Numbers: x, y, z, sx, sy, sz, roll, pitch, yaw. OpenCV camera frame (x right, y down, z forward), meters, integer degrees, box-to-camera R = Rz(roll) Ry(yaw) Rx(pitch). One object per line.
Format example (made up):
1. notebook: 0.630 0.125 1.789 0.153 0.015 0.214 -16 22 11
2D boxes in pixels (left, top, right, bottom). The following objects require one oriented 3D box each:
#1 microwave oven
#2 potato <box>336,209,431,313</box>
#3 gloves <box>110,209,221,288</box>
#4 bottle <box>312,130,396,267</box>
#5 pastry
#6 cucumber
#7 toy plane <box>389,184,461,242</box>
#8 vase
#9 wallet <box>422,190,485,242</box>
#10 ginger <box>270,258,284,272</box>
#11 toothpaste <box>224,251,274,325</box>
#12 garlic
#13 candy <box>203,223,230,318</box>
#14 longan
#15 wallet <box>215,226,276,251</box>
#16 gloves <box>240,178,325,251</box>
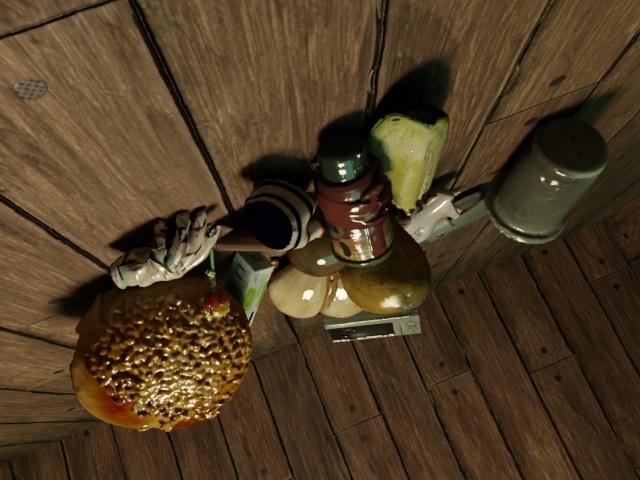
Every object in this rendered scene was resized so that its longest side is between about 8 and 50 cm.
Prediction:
1. microwave oven: 0.169 0.200 1.821 0.295 0.237 0.181 -8 149 9
2. potato: 0.149 0.070 1.319 0.229 0.266 0.229 -10 131 -12
3. gloves: -0.285 0.024 1.068 0.212 0.111 0.127 -17 159 8
4. bottle: 0.059 -0.083 1.046 0.156 0.143 0.271 9 139 26
5. pastry: -0.348 0.262 1.267 0.409 0.409 0.245 -16 -156 -22
6. cucumber: 0.160 -0.171 1.039 0.105 0.145 0.325 -57 167 -16
7. toy plane: 0.278 -0.064 1.498 0.245 0.117 0.244 -22 164 -7
8. vase: 0.573 -0.154 1.420 0.245 0.245 0.291 -19 157 -11
9. wallet: 0.355 -0.041 1.737 0.360 0.083 0.252 -27 168 10
10. ginger: -0.128 0.074 1.543 0.048 0.030 0.097 -23 166 7
11. toothpaste: -0.212 0.166 1.432 0.067 0.081 0.336 -15 140 -42
12. garlic: 0.012 0.111 1.591 0.286 0.249 0.313 27 153 -15
13. candy: -0.221 0.065 1.156 0.060 0.201 0.060 -3 -167 1
14. longan: 0.000 0.000 1.249 0.167 0.167 0.187 -15 164 -24
15. wallet: -0.128 -0.002 1.155 0.153 0.039 0.118 -1 -162 20
16. gloves: -0.065 -0.060 1.066 0.140 0.131 0.218 12 -152 12
